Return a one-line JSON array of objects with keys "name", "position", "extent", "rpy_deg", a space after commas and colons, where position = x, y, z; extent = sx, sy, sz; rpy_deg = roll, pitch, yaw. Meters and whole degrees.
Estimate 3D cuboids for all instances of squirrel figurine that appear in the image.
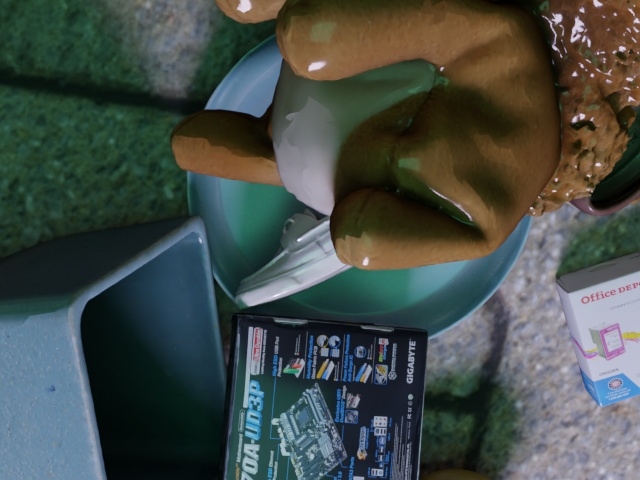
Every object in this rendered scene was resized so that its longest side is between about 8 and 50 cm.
[{"name": "squirrel figurine", "position": [0.111, -0.200, 0.943], "extent": [0.397, 0.281, 0.370], "rpy_deg": [-2, 110, -27]}]

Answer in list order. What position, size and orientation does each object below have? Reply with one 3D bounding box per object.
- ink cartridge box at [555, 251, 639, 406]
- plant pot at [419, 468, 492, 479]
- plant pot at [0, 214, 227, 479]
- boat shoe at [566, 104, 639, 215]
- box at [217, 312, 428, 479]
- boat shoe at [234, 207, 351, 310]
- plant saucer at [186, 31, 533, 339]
[{"name": "ink cartridge box", "position": [0.285, 0.083, 1.184], "extent": [0.089, 0.052, 0.122], "rpy_deg": [-18, 103, 1]}, {"name": "plant pot", "position": [0.128, 0.273, 1.199], "extent": [0.134, 0.095, 0.134], "rpy_deg": [-1, 104, -4]}, {"name": "plant pot", "position": [-0.243, 0.128, 1.070], "extent": [0.252, 0.247, 0.247], "rpy_deg": [-1, 106, 20]}, {"name": "boat shoe", "position": [0.345, -0.146, 1.092], "extent": [0.342, 0.123, 0.123], "rpy_deg": [-40, 103, 6]}, {"name": "box", "position": [0.000, 0.180, 1.107], "extent": [0.175, 0.051, 0.220], "rpy_deg": [5, 85, -10]}, {"name": "boat shoe", "position": [0.000, 0.000, 1.098], "extent": [0.184, 0.066, 0.063], "rpy_deg": [-29, 83, 10]}, {"name": "plant saucer", "position": [0.038, -0.053, 1.138], "extent": [0.318, 0.043, 0.317], "rpy_deg": [-1, 104, -4]}]
